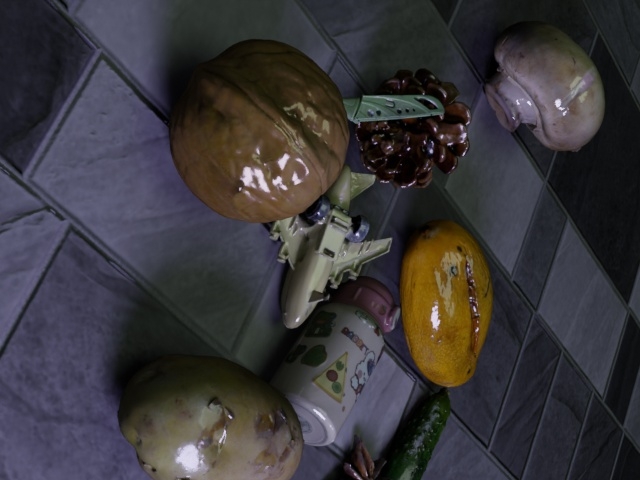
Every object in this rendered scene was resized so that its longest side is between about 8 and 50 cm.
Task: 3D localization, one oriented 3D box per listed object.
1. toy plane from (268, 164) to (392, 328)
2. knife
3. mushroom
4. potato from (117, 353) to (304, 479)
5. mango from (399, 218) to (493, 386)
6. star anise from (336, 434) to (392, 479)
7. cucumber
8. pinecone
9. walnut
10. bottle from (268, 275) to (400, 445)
[{"bbox_3d":[0.000,0.000,1.560,0.241,0.104,0.256,28,62,-32],"label":"toy plane"},{"bbox_3d":[0.040,-0.183,1.550,0.293,0.020,0.043,-4,74,-21],"label":"knife"},{"bbox_3d":[0.393,-0.262,1.948,0.184,0.255,0.255,-29,119,-9],"label":"mushroom"},{"bbox_3d":[-0.125,0.228,1.365,0.262,0.165,0.165,24,73,-43],"label":"potato"},{"bbox_3d":[0.207,0.109,1.790,0.177,0.120,0.295,-30,114,-44],"label":"mango"},{"bbox_3d":[0.065,0.376,1.672,0.129,0.056,0.124,50,56,-21],"label":"star anise"},{"bbox_3d":[0.156,0.320,1.779,0.227,0.069,0.069,-54,129,-38],"label":"cucumber"},{"bbox_3d":[0.139,-0.165,1.678,0.195,0.149,0.179,-24,115,-44],"label":"pinecone"},{"bbox_3d":[-0.077,-0.134,1.372,0.228,0.228,0.228,-2,93,-51],"label":"walnut"},{"bbox_3d":[0.023,0.157,1.567,0.253,0.120,0.120,-56,131,-34],"label":"bottle"}]
